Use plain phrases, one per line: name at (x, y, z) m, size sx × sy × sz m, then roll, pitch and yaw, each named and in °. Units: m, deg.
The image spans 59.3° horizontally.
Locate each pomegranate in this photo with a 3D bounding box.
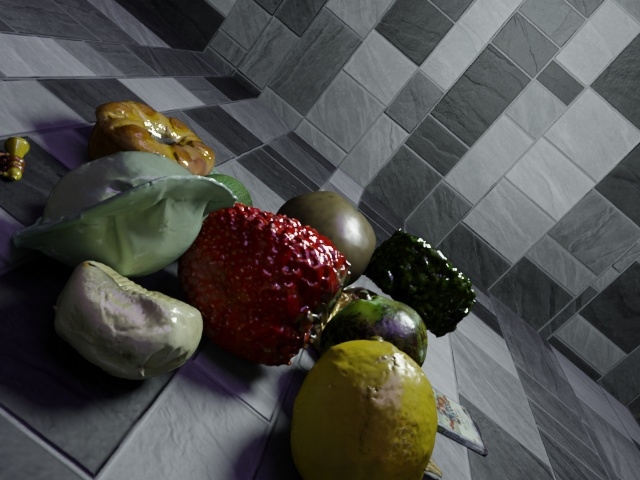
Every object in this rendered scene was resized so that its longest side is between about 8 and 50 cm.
pomegranate at (0.126, 0.251, 1.206) m, size 0.277 × 0.221 × 0.204 m, roll 64°, pitch 24°, yaw -25°

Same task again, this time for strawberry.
strawberry at (-0.128, 0.065, 1.115) m, size 0.351 × 0.267 × 0.312 m, roll 43°, pitch 50°, yaw 2°

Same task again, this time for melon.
melon at (-0.255, -0.061, 1.318) m, size 0.182 × 0.182 × 0.288 m, roll 40°, pitch 17°, yaw -3°

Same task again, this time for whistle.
whistle at (-0.598, -0.157, 1.082) m, size 0.057 × 0.046 × 0.109 m, roll 44°, pitch 18°, yaw -41°

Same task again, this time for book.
book at (0.351, 0.477, 1.526) m, size 0.231 × 0.026 × 0.157 m, roll 33°, pitch 19°, yaw -22°

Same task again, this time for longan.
longan at (0.000, 0.000, 1.558) m, size 0.288 × 0.288 × 0.350 m, roll 31°, pitch 13°, yaw -28°

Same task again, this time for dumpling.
dumpling at (-0.344, -0.054, 0.964) m, size 0.212 × 0.320 × 0.270 m, roll 42°, pitch -9°, yaw 26°

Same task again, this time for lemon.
lemon at (0.074, 0.313, 0.966) m, size 0.260 × 0.260 × 0.284 m, roll 38°, pitch 43°, yaw -7°

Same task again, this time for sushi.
sushi at (0.275, 0.125, 1.559) m, size 0.294 × 0.178 × 0.352 m, roll 43°, pitch 0°, yaw -5°

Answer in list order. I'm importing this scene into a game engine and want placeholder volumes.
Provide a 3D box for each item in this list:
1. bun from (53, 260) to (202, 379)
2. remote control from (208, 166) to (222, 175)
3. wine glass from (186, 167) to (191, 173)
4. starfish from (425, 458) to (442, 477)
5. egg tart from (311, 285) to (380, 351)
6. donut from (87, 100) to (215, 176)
bun at (-0.299, 0.131, 0.868) m, size 0.229 × 0.145 × 0.229 m, roll 21°, pitch -11°, yaw 5°
remote control at (-0.283, -0.136, 1.618) m, size 0.335 × 0.065 × 0.128 m, roll 46°, pitch 17°, yaw 14°
wine glass at (-0.361, -0.084, 1.126) m, size 0.222 × 0.103 × 0.103 m, roll -19°, pitch 54°, yaw -28°
starfish at (0.183, 0.440, 1.243) m, size 0.247 × 0.050 × 0.138 m, roll 34°, pitch 17°, yaw -28°
egg tart at (0.103, 0.242, 1.404) m, size 0.290 × 0.107 × 0.291 m, roll 13°, pitch 39°, yaw -11°
donut at (-0.413, -0.219, 1.388) m, size 0.317 × 0.150 × 0.299 m, roll 19°, pitch 22°, yaw -45°
